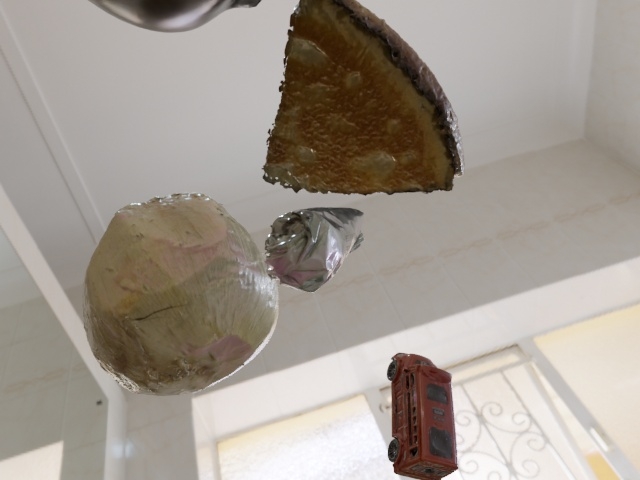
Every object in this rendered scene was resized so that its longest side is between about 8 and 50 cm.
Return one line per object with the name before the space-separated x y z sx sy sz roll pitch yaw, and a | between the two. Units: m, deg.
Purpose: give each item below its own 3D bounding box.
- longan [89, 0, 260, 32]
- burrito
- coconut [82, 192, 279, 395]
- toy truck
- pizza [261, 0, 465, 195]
longan | -0.159 -0.405 0.671 0.350 0.288 0.288 -25 -52 -20
burrito | -0.001 0.000 0.467 0.064 0.203 0.064 1 -84 11
coconut | -0.206 0.096 0.870 0.297 0.254 0.297 -27 -42 -28
toy truck | 0.203 0.333 1.128 0.108 0.252 0.114 19 -41 -16
pizza | 0.099 -0.224 1.078 0.392 0.080 0.435 21 -45 5
